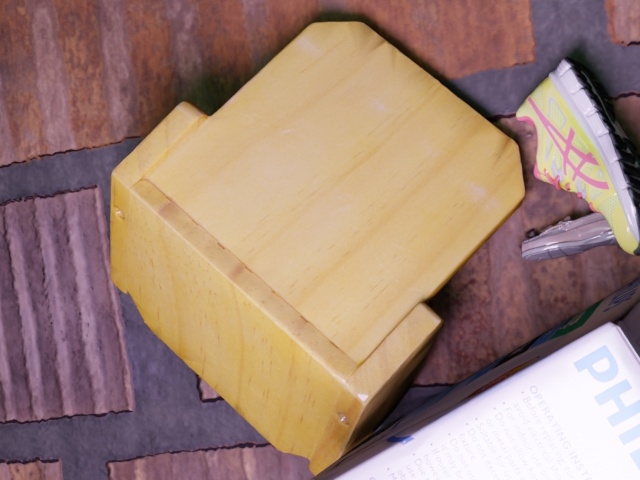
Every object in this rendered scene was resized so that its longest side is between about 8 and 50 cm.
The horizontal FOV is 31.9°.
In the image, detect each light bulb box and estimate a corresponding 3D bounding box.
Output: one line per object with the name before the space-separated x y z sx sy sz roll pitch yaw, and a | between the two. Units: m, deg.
light bulb box | 0.191 0.223 0.993 0.361 0.358 0.225 -34 82 21

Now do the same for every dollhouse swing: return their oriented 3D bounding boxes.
dollhouse swing | 0.000 0.000 1.217 0.347 0.305 0.315 40 150 15

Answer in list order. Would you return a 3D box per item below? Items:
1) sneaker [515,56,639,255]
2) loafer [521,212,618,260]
sneaker | 0.258 -0.070 1.089 0.094 0.081 0.208 -34 63 28
loafer | 0.261 -0.010 1.118 0.125 0.045 0.039 -13 73 17
